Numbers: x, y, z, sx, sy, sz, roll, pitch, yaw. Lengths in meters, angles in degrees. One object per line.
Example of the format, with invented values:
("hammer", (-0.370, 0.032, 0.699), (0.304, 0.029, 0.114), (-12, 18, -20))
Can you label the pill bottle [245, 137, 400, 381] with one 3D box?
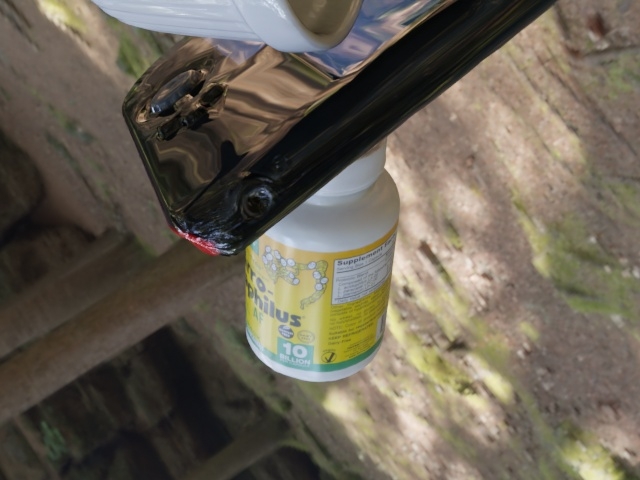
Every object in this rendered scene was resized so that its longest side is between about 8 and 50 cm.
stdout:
("pill bottle", (0.000, 0.000, 0.768), (0.117, 0.117, 0.209), (45, 144, 38))

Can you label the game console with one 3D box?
("game console", (0.047, -0.164, 0.603), (0.060, 0.386, 0.342), (52, 179, -20))

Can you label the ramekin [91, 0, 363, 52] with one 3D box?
("ramekin", (-0.049, -0.187, 0.439), (0.108, 0.207, 0.207), (2, 139, 18))
